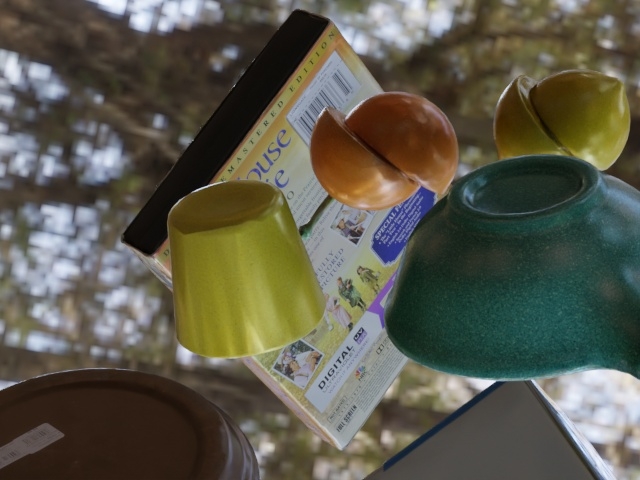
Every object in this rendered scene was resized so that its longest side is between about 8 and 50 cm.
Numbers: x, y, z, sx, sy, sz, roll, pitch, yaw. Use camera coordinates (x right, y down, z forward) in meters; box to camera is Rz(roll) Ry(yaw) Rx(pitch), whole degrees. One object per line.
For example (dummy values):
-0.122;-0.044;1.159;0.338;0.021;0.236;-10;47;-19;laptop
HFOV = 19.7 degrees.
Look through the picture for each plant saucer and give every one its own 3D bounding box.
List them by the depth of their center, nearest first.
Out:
-0.186;0.181;1.432;0.278;0.278;0.041;-122;-155;-55;plant saucer

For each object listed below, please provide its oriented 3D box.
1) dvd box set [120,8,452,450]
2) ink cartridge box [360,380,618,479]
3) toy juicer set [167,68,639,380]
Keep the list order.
0.000;0.000;1.957;0.062;0.420;0.307;24;-106;41;dvd box set
0.124;0.236;1.385;0.223;0.307;0.129;-38;-112;4;ink cartridge box
0.111;-0.001;0.803;0.329;0.209;0.089;4;-61;32;toy juicer set
